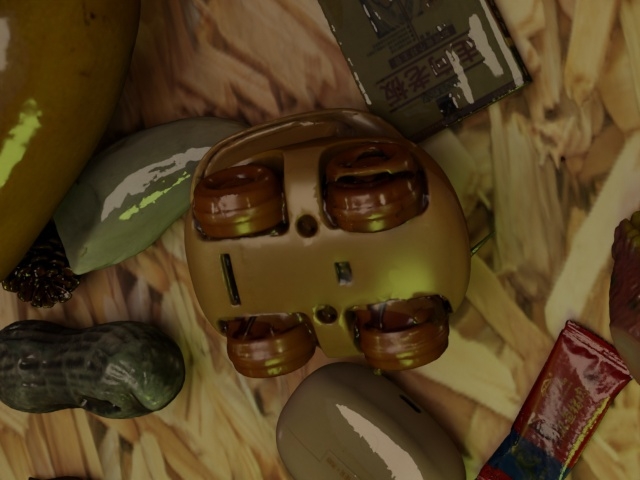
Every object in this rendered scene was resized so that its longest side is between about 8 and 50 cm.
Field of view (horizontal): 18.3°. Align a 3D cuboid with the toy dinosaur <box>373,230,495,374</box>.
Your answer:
[{"bbox_3d":[0.112,0.059,1.914,0.037,0.058,0.180,31,98,12],"label":"toy dinosaur"}]

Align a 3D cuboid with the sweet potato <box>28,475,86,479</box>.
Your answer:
[{"bbox_3d":[-0.276,0.277,2.153,0.117,0.049,0.049,18,107,35],"label":"sweet potato"}]

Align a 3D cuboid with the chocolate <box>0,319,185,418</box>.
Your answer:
[{"bbox_3d":[-0.248,0.133,2.078,0.248,0.110,0.110,3,100,27],"label":"chocolate"}]

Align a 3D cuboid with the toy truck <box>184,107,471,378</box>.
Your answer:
[{"bbox_3d":[0.000,0.000,1.836,0.288,0.212,0.204,-8,111,14],"label":"toy truck"}]

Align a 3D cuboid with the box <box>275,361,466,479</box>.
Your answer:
[{"bbox_3d":[0.049,0.212,1.944,0.200,0.088,0.146,41,115,17],"label":"box"}]

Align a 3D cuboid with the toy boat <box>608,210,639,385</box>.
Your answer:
[{"bbox_3d":[0.346,0.121,1.776,0.318,0.099,0.141,54,158,9],"label":"toy boat"}]

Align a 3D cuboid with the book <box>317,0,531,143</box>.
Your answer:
[{"bbox_3d":[0.084,-0.217,1.890,0.161,0.026,0.231,-28,86,28],"label":"book"}]

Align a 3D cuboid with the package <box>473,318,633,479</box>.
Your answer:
[{"bbox_3d":[0.222,0.178,1.887,0.083,0.022,0.200,34,110,18],"label":"package"}]

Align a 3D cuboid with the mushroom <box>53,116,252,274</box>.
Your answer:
[{"bbox_3d":[-0.149,-0.063,1.996,0.270,0.103,0.118,-24,89,24],"label":"mushroom"}]

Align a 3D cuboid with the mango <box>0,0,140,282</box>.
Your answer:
[{"bbox_3d":[-0.328,-0.143,1.972,0.300,0.232,0.446,33,107,58],"label":"mango"}]

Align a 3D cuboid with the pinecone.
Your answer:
[{"bbox_3d":[-0.290,0.022,2.084,0.109,0.102,0.102,38,117,50],"label":"pinecone"}]
